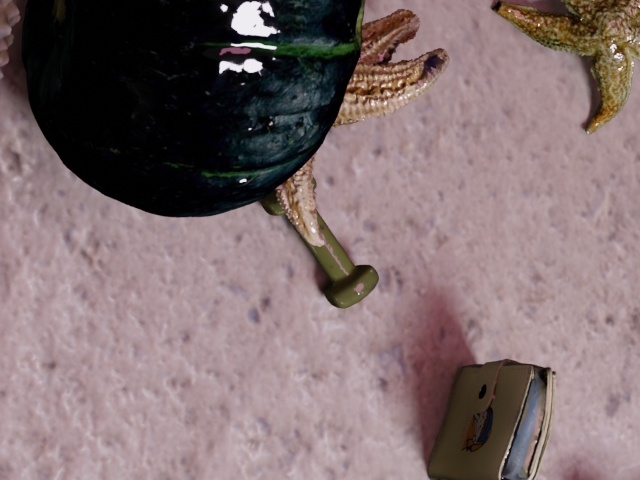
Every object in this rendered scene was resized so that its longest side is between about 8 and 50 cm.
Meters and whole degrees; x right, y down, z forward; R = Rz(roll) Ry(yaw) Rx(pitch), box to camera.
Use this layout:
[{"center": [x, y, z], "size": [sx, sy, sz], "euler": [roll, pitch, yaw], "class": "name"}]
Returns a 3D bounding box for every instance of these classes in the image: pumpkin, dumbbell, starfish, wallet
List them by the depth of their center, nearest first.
[{"center": [-0.085, -0.168, 1.145], "size": [0.238, 0.315, 0.315], "euler": [-5, 90, -29], "class": "pumpkin"}, {"center": [-0.009, -0.106, 1.285], "size": [0.238, 0.216, 0.071], "euler": [-26, 140, 6], "class": "starfish"}, {"center": [0.000, 0.000, 1.319], "size": [0.046, 0.052, 0.118], "euler": [-39, 104, -18], "class": "dumbbell"}, {"center": [0.144, 0.154, 1.324], "size": [0.039, 0.155, 0.110], "euler": [20, 79, -15], "class": "wallet"}, {"center": [0.263, -0.197, 1.417], "size": [0.223, 0.050, 0.217], "euler": [17, 104, -8], "class": "starfish"}]

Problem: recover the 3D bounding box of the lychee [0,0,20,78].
[{"center": [-0.342, -0.179, 1.055], "size": [0.300, 0.300, 0.300], "euler": [1, 88, -25], "class": "lychee"}]
